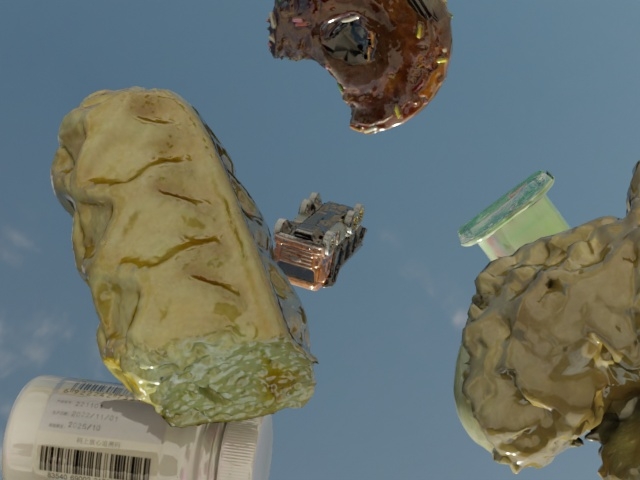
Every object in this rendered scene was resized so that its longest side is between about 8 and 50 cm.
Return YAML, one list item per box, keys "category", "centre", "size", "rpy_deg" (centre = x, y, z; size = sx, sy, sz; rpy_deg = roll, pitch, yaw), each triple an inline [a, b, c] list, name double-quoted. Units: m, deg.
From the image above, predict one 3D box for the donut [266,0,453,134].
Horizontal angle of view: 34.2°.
- category: "donut"
  centre: [0.057, -0.258, 1.283]
  size: [0.230, 0.216, 0.096]
  rpy_deg: [33, -149, 1]

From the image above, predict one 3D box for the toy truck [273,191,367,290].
- category: "toy truck"
  centre: [0.000, 0.000, 1.432]
  size: [0.083, 0.092, 0.192]
  rpy_deg: [16, -156, 16]

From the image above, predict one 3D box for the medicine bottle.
- category: "medicine bottle"
  centre: [-0.135, 0.161, 0.788]
  size: [0.187, 0.102, 0.102]
  rpy_deg: [5, -131, 7]

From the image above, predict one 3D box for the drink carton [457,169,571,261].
- category: "drink carton"
  centre: [0.279, 0.009, 1.361]
  size: [0.142, 0.146, 0.144]
  rpy_deg: [54, -170, -5]

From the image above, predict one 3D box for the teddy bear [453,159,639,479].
- category: "teddy bear"
  centre: [0.221, 0.038, 0.423]
  size: [0.256, 0.156, 0.267]
  rpy_deg: [42, -102, -21]

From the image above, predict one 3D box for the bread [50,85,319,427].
- category: "bread"
  centre: [-0.105, 0.000, 0.741]
  size: [0.152, 0.130, 0.267]
  rpy_deg: [32, -152, -52]
